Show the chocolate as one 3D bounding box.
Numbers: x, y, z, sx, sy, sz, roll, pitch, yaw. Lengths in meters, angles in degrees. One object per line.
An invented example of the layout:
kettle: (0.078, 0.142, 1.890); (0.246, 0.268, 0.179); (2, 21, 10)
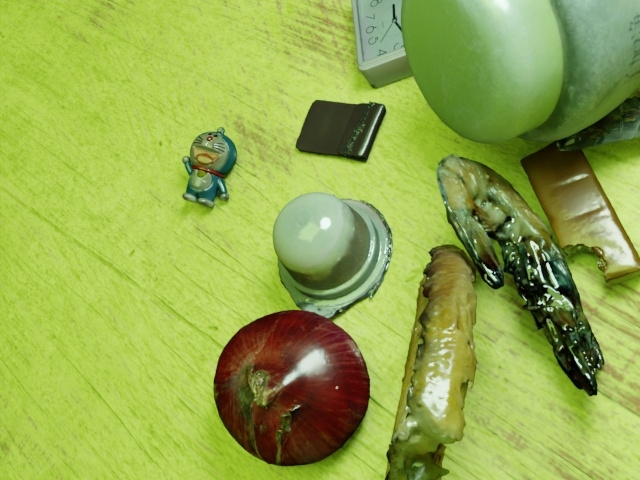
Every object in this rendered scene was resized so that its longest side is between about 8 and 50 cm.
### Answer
chocolate: (-0.006, 0.005, 1.173); (0.221, 0.147, 0.221); (-10, 69, 26)

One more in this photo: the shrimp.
shrimp: (0.249, 0.032, 0.966); (0.071, 0.233, 0.364); (-40, 53, 33)

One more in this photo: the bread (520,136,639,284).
bread: (0.360, -0.036, 1.035); (0.088, 0.049, 0.226); (-25, 58, 17)

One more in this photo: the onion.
onion: (-0.048, 0.211, 1.110); (0.248, 0.161, 0.248); (-8, 50, 10)

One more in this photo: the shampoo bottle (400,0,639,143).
shampoo bottle: (0.294, -0.300, 1.011); (0.317, 0.322, 0.322); (-27, 52, -17)

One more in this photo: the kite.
kite: (0.446, -0.172, 1.037); (0.245, 0.015, 0.141); (-3, 40, 24)

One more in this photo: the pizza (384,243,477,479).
pizza: (0.131, 0.177, 0.884); (0.080, 0.392, 0.434); (8, 76, 8)

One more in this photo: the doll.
doll: (-0.207, -0.140, 1.394); (0.114, 0.085, 0.151); (19, 89, 12)

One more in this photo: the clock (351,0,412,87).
clock: (0.133, -0.381, 1.313); (0.150, 0.063, 0.197); (-15, 62, 23)

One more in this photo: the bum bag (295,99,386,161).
bum bag: (0.032, -0.198, 1.314); (0.160, 0.026, 0.109); (12, 76, 34)
